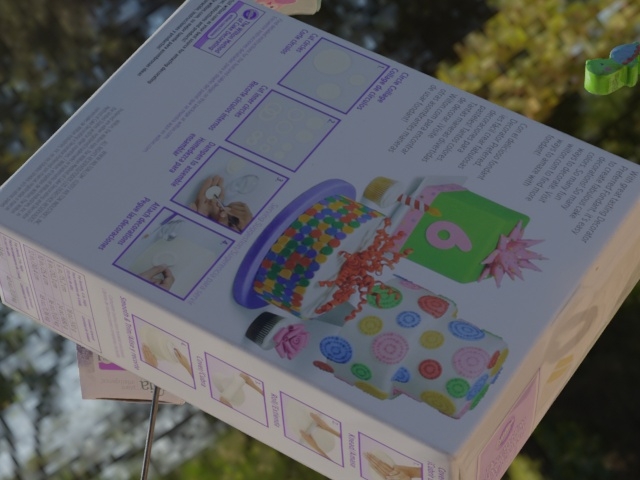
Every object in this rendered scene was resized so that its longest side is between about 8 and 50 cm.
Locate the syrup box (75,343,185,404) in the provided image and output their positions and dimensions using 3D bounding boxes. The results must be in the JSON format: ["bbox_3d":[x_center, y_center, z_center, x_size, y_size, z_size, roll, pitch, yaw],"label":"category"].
[{"bbox_3d":[-0.139,0.061,1.709,0.093,0.096,0.237,1,17,13],"label":"syrup box"}]

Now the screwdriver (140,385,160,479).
[{"bbox_3d":[-0.119,0.155,1.306,0.024,0.170,0.025,8,-5,24],"label":"screwdriver"}]

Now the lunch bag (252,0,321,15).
[{"bbox_3d":[-0.068,-0.350,1.786,0.107,0.279,0.224,-7,-28,-8],"label":"lunch bag"}]

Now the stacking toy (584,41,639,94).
[{"bbox_3d":[0.226,-0.221,1.268,0.221,0.052,0.167,-50,-32,-37],"label":"stacking toy"}]

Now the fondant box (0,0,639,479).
[{"bbox_3d":[0.000,0.000,1.130,0.238,0.330,0.096,-50,-27,-32],"label":"fondant box"}]
